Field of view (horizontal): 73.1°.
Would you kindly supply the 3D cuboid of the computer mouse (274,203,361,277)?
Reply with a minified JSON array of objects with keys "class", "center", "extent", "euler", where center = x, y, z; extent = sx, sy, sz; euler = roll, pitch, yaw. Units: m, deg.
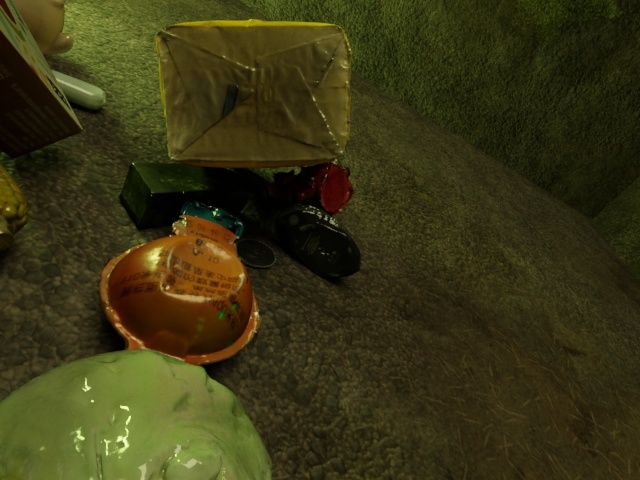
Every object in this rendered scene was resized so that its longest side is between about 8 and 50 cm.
[{"class":"computer mouse","center":[0.000,0.000,0.853],"extent":[0.192,0.106,0.062],"euler":[35,27,0]}]

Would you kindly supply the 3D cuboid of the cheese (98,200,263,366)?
[{"class":"cheese","center":[-0.178,0.047,0.608],"extent":[0.217,0.129,0.329],"euler":[23,33,-18]}]

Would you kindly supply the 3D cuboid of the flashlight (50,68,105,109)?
[{"class":"flashlight","center":[-0.529,-0.309,0.845],"extent":[0.200,0.047,0.093],"euler":[17,28,-29]}]

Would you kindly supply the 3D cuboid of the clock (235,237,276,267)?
[{"class":"clock","center":[-0.119,0.023,0.803],"extent":[0.083,0.010,0.074],"euler":[4,43,-38]}]

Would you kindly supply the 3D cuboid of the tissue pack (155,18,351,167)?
[{"class":"tissue pack","center":[-0.100,-0.256,0.817],"extent":[0.293,0.228,0.382],"euler":[0,14,0]}]

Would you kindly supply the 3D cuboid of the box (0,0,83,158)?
[{"class":"box","center":[-0.480,-0.326,0.516],"extent":[0.122,0.385,0.344],"euler":[-29,89,-15]}]

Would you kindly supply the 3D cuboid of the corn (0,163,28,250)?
[{"class":"corn","center":[-0.501,-0.111,0.543],"extent":[0.363,0.120,0.120],"euler":[42,33,15]}]

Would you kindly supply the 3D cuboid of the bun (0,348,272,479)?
[{"class":"bun","center":[-0.132,0.203,0.349],"extent":[0.283,0.179,0.283],"euler":[44,18,-19]}]

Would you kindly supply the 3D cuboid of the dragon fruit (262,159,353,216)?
[{"class":"dragon fruit","center":[-0.025,-0.113,0.965],"extent":[0.208,0.133,0.150],"euler":[-4,2,-7]}]

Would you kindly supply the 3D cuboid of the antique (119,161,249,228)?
[{"class":"antique","center":[-0.232,-0.085,0.781],"extent":[0.221,0.081,0.080],"euler":[-11,54,-50]}]

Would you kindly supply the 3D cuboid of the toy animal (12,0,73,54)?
[{"class":"toy animal","center":[-0.624,-0.522,0.834],"extent":[0.345,0.277,0.247],"euler":[11,18,-2]}]
